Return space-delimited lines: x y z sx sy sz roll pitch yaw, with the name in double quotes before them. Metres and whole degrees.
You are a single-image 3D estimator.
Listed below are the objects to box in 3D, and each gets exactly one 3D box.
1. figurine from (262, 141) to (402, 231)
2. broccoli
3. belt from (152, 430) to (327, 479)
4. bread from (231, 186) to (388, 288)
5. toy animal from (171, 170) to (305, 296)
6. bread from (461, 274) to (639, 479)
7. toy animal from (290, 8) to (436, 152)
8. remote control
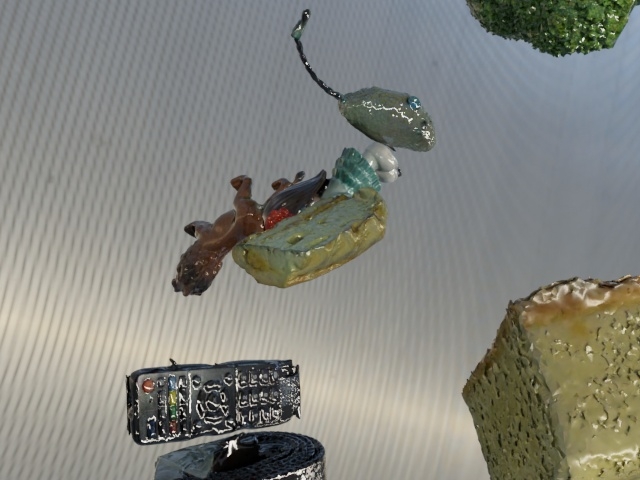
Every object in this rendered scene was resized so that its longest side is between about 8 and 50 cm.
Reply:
"figurine" 0.013 -0.068 1.497 0.245 0.110 0.138 -38 156 -14
"broccoli" 0.337 -0.412 1.249 0.310 0.321 0.413 48 55 -51
"belt" -0.122 0.358 1.420 0.289 0.184 0.164 -8 104 -40
"bread" 0.000 0.000 1.282 0.232 0.128 0.088 -31 114 -48
"toy animal" -0.163 -0.010 1.756 0.097 0.312 0.157 35 32 -28
"bread" 0.354 0.195 1.188 0.315 0.279 0.248 0 57 -21
"toy animal" 0.048 -0.191 1.257 0.253 0.070 0.079 34 79 -22
"remote control" -0.188 0.281 1.758 0.399 0.062 0.145 4 82 -47
